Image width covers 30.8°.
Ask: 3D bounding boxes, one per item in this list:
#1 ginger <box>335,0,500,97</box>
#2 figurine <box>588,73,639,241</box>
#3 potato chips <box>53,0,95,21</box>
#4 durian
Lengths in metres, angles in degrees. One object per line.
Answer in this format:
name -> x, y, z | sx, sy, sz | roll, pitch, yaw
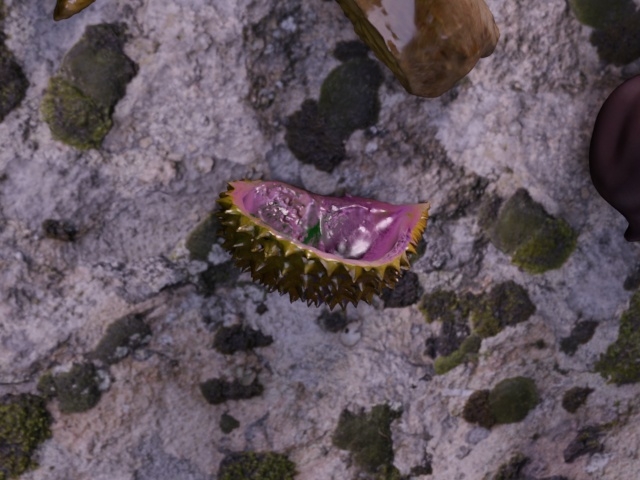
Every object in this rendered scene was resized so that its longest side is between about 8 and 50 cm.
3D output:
ginger -> 0.114, -0.302, 1.316 | 0.276, 0.130, 0.221 | 42, 86, -26
figurine -> 0.477, -0.055, 1.434 | 0.218, 0.206, 0.365 | -35, 114, 15
potato chips -> -0.242, -0.434, 1.228 | 0.080, 0.057, 0.407 | -1, 108, -16
durian -> -0.003, 0.014, 1.382 | 0.260, 0.186, 0.153 | 12, 99, -2
